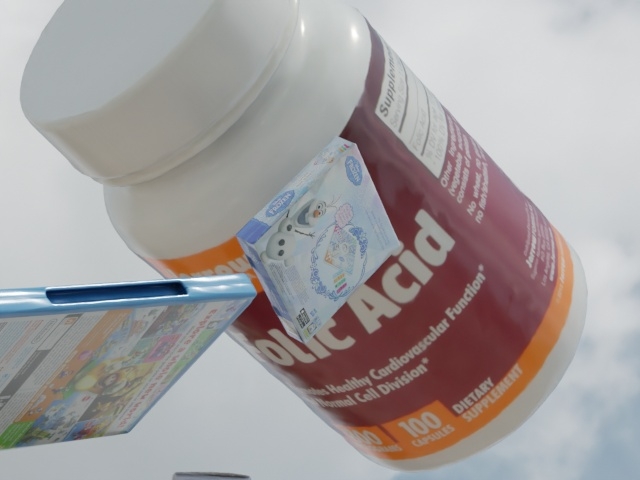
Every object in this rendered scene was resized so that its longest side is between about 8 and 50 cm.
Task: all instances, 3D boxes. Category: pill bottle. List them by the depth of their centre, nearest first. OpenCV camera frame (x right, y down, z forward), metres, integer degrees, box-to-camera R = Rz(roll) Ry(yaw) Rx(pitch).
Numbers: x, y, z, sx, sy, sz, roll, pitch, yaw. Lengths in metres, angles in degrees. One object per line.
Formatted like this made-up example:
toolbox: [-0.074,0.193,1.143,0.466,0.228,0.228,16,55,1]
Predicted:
pill bottle: [-0.007,-0.031,1.376,0.224,0.224,0.392,-24,-52,31]

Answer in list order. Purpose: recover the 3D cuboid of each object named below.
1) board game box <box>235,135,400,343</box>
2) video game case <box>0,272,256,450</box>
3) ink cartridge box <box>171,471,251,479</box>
board game box: [0.000,0.000,1.179,0.020,0.090,0.090,26,-28,42]
video game case: [-0.121,0.058,0.889,0.119,0.166,0.015,-47,-119,33]
ink cartridge box: [-0.080,0.321,1.294,0.065,0.311,0.186,3,-17,-12]
